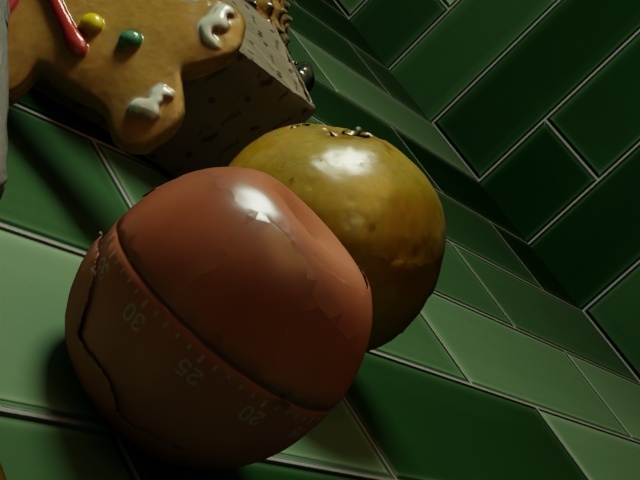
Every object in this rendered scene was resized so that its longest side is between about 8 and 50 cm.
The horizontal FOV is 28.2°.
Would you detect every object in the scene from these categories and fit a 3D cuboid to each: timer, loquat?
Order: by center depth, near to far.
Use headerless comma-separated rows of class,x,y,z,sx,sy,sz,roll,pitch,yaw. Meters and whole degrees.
timer,-0.080,0.062,1.015,0.229,0.215,0.229,46,9,-9
loquat,0.000,0.000,1.356,0.263,0.263,0.263,42,16,-15

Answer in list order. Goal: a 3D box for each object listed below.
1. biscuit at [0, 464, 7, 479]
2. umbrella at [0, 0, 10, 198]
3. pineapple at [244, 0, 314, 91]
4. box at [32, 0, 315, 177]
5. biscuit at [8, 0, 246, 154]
biscuit,-0.310,0.081,0.674,0.359,0.046,0.359,41,16,-14
umbrella,-0.310,-0.152,1.122,0.073,0.067,0.337,37,29,-40
pineapple,-0.114,-0.278,1.849,0.357,0.223,0.223,56,15,-4
box,-0.190,-0.226,1.498,0.297,0.190,0.225,33,21,-38
biscuit,-0.260,-0.217,1.254,0.340,0.216,0.047,28,-24,11
